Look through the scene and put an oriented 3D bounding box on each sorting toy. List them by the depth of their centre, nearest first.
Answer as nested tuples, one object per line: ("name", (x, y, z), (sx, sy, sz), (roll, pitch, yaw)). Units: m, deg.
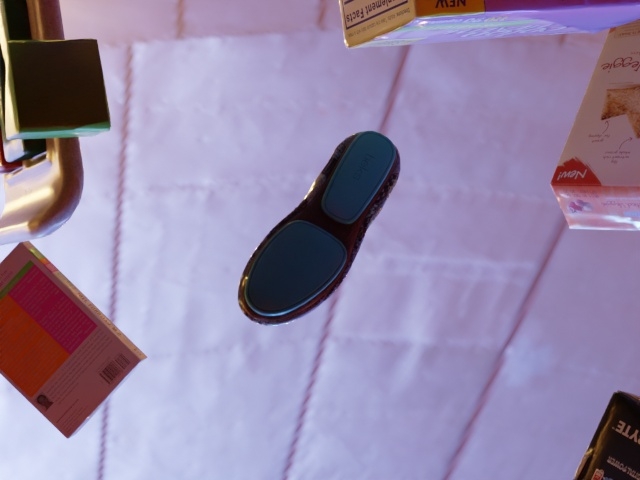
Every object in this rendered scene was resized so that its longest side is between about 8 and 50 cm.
("sorting toy", (-0.139, -0.096, 0.728), (0.047, 0.348, 0.196), (-4, -90, -17))

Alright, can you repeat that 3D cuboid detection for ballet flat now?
("ballet flat", (0.000, 0.000, 1.320), (0.188, 0.070, 0.070), (-51, -55, -26))

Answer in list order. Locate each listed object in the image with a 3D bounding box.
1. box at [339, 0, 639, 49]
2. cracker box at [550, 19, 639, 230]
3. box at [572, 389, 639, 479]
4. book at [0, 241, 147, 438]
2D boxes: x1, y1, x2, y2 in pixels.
("box", (0.121, -0.270, 1.259), (0.213, 0.117, 0.243), (-6, -91, -24))
("cracker box", (0.319, -0.115, 1.598), (0.067, 0.156, 0.232), (59, -136, -42))
("box", (0.186, 0.190, 0.781), (0.051, 0.220, 0.175), (19, -83, -46))
("book", (-0.230, 0.083, 1.487), (0.144, 0.035, 0.096), (45, -78, 5))
